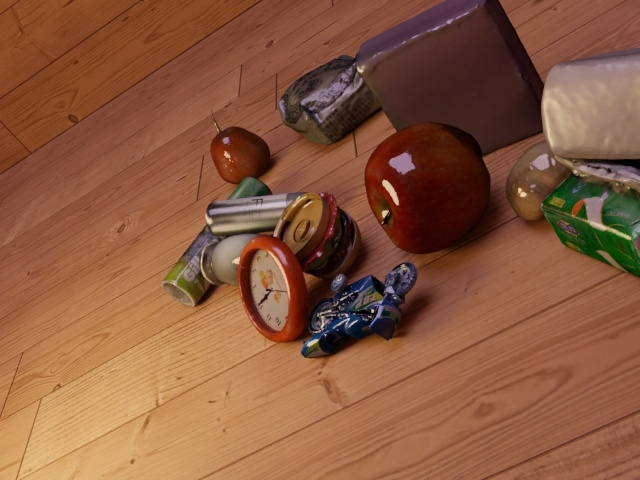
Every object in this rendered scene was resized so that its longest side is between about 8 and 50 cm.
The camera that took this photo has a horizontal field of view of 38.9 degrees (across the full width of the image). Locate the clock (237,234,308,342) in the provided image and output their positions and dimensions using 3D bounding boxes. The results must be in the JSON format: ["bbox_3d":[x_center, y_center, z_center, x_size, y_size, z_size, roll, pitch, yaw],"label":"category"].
[{"bbox_3d":[-0.088,0.090,1.690,0.051,0.205,0.205,-12,13,-35],"label":"clock"}]

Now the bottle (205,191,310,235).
[{"bbox_3d":[-0.120,-0.050,1.957,0.253,0.079,0.096,-6,73,12],"label":"bottle"}]

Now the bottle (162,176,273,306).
[{"bbox_3d":[-0.228,-0.002,2.056,0.093,0.093,0.330,0,47,48],"label":"bottle"}]

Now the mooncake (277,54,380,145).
[{"bbox_3d":[0.028,-0.350,2.213,0.254,0.136,0.250,-40,26,-3],"label":"mooncake"}]

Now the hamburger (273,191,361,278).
[{"bbox_3d":[0.002,-0.003,1.748,0.175,0.137,0.175,-32,43,37],"label":"hamburger"}]

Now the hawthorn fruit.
[{"bbox_3d":[-0.222,-0.219,2.279,0.149,0.189,0.149,-59,13,23],"label":"hawthorn fruit"}]

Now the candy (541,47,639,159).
[{"bbox_3d":[0.513,-0.203,1.264,0.208,0.145,0.358,-19,15,-37],"label":"candy"}]

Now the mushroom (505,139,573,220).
[{"bbox_3d":[0.371,-0.099,1.501,0.148,0.112,0.148,-44,-6,-6],"label":"mushroom"}]

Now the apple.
[{"bbox_3d":[0.194,-0.096,1.594,0.230,0.230,0.230,-28,31,19],"label":"apple"}]

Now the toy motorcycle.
[{"bbox_3d":[0.065,0.129,1.555,0.254,0.092,0.136,-28,39,35],"label":"toy motorcycle"}]

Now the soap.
[{"bbox_3d":[0.255,-0.295,1.723,0.285,0.296,0.107,-20,31,26],"label":"soap"}]

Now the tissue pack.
[{"bbox_3d":[0.441,-0.061,1.327,0.148,0.156,0.209,-41,28,-8],"label":"tissue pack"}]

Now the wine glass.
[{"bbox_3d":[-0.162,0.041,1.902,0.204,0.111,0.111,-6,43,47],"label":"wine glass"}]
